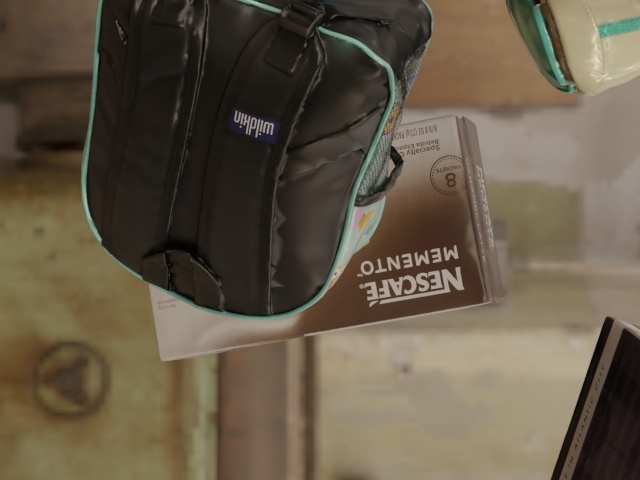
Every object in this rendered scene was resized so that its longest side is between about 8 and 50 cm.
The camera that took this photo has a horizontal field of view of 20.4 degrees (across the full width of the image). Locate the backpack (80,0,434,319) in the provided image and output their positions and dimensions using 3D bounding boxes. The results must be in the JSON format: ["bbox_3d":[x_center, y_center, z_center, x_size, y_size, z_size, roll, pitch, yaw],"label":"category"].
[{"bbox_3d":[-0.035,-0.060,0.927,0.144,0.166,0.188,-54,161,-62],"label":"backpack"}]

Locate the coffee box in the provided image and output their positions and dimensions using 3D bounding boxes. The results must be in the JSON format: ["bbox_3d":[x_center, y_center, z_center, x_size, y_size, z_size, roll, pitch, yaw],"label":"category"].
[{"bbox_3d":[0.000,0.000,1.314,0.098,0.246,0.141,6,75,-76],"label":"coffee box"}]

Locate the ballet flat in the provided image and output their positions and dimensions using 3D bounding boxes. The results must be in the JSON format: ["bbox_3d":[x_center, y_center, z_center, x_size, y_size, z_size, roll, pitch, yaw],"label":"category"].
[{"bbox_3d":[0.163,-0.128,1.053,0.248,0.086,0.086,-85,174,-78],"label":"ballet flat"}]

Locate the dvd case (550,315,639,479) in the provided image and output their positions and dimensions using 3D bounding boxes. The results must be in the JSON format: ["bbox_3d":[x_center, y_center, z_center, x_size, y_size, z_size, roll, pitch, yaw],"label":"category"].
[{"bbox_3d":[0.119,0.131,0.646,0.221,0.018,0.164,-131,-123,-75],"label":"dvd case"}]
